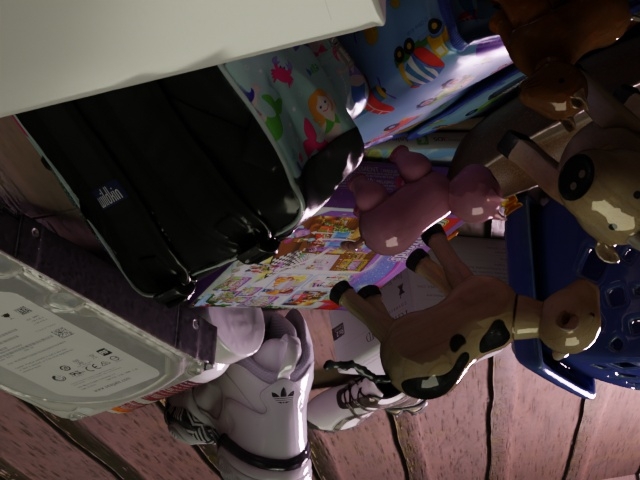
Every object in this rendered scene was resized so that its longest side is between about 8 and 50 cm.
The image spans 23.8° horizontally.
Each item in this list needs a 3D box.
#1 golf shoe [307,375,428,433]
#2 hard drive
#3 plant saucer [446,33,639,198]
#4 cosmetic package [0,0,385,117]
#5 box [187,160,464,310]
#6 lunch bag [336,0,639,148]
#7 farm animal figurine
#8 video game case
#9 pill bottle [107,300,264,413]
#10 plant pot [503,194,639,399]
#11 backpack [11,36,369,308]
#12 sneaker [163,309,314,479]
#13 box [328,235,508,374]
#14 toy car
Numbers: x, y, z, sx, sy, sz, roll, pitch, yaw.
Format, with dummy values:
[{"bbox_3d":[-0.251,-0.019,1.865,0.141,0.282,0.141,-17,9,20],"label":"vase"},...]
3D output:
[{"bbox_3d":[0.061,0.229,2.286,0.198,0.077,0.094,-15,145,4],"label":"golf shoe"},{"bbox_3d":[-0.308,0.086,1.635,0.237,0.064,0.339,-22,140,33],"label":"hard drive"},{"bbox_3d":[0.242,-0.116,1.360,0.310,0.050,0.310,-25,170,-5],"label":"plant saucer"},{"bbox_3d":[-0.160,-0.193,0.862,0.365,0.155,0.197,-13,124,11],"label":"cosmetic package"},{"bbox_3d":[0.000,0.000,1.593,0.201,0.057,0.293,3,157,-25],"label":"box"},{"bbox_3d":[0.121,-0.166,1.222,0.293,0.138,0.221,-7,162,-41],"label":"lunch bag"},{"bbox_3d":[0.191,-0.027,1.093,0.326,0.172,0.330,-9,135,-40],"label":"farm animal figurine"},{"bbox_3d":[0.035,-0.057,1.571,0.193,0.023,0.212,-1,158,-19],"label":"video game case"},{"bbox_3d":[-0.181,0.122,1.817,0.221,0.121,0.121,-23,155,34],"label":"pill bottle"},{"bbox_3d":[0.334,0.054,1.710,0.212,0.236,0.236,-11,161,26],"label":"plant pot"},{"bbox_3d":[-0.106,-0.114,1.082,0.225,0.253,0.191,-26,-162,42],"label":"backpack"},{"bbox_3d":[-0.103,0.179,1.993,0.137,0.210,0.366,1,-169,-24],"label":"sneaker"},{"bbox_3d":[0.131,0.081,1.838,0.182,0.119,0.181,5,155,-32],"label":"box"},{"bbox_3d":[0.157,-0.035,1.689,0.122,0.060,0.040,-28,112,5],"label":"toy car"}]
